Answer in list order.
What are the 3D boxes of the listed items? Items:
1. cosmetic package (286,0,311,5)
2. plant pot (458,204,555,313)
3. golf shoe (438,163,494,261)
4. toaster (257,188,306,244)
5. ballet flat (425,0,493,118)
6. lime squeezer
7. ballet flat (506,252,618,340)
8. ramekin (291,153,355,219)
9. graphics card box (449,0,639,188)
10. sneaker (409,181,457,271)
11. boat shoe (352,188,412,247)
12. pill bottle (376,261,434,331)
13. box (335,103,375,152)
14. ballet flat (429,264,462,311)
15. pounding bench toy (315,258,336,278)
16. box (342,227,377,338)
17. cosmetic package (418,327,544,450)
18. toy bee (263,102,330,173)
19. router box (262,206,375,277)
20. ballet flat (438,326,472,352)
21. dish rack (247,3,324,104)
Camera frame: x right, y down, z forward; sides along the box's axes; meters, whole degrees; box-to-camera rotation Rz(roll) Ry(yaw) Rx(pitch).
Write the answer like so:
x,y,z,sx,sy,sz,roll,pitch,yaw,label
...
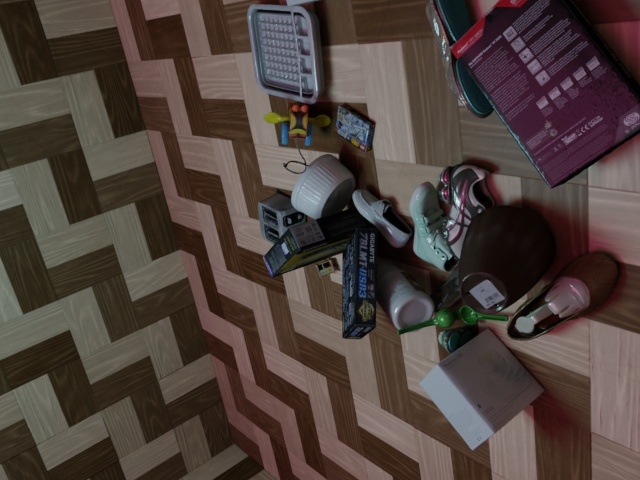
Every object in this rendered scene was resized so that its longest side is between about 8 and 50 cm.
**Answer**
x,y,z,sx,sy,sz,roll,pitch,yaw,label
0.010,-0.685,1.662,0.239,0.099,0.060,14,122,51,cosmetic package
0.409,0.064,1.418,0.215,0.230,0.215,15,125,23,plant pot
0.377,-0.060,1.562,0.120,0.105,0.272,8,118,45,golf shoe
-0.142,-0.076,2.276,0.186,0.110,0.168,28,132,43,toaster
0.321,-0.428,1.414,0.106,0.108,0.315,180,73,-76,ballet flat
0.375,0.227,1.718,0.311,0.110,0.058,-11,114,26,lime squeezer
0.546,0.151,1.439,0.116,0.124,0.342,55,146,14,ballet flat
0.017,-0.155,1.919,0.109,0.207,0.207,39,140,21,ramekin
0.458,-0.318,1.224,0.233,0.094,0.370,-41,75,37,graphics card box
0.322,-0.032,1.658,0.151,0.094,0.255,38,149,44,sneaker
0.191,-0.082,1.842,0.227,0.079,0.081,49,136,14,boat shoe
0.234,0.160,1.837,0.229,0.131,0.131,-124,26,-58,pill bottle
0.102,-0.335,1.832,0.137,0.027,0.094,40,139,33,box
0.388,0.132,1.724,0.250,0.058,0.084,125,140,-48,ballet flat
0.019,0.095,2.214,0.083,0.065,0.052,-122,12,-81,pounding bench toy
0.116,0.140,1.886,0.293,0.073,0.295,105,167,-73,box
0.435,0.397,1.668,0.224,0.224,0.138,49,145,22,cosmetic package
-0.058,-0.360,1.885,0.298,0.195,0.162,-124,31,-42,toy bee
0.000,0.000,1.939,0.081,0.309,0.243,64,149,12,router box
0.366,0.276,1.724,0.070,0.188,0.070,-4,82,32,ballet flat
-0.098,-0.587,1.907,0.333,0.072,0.285,25,131,45,dish rack
